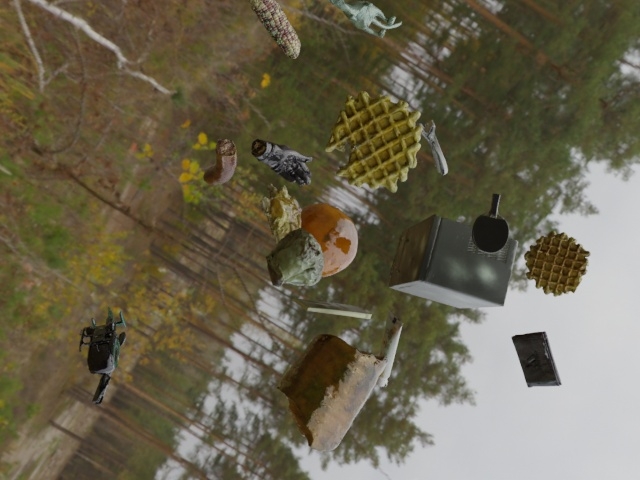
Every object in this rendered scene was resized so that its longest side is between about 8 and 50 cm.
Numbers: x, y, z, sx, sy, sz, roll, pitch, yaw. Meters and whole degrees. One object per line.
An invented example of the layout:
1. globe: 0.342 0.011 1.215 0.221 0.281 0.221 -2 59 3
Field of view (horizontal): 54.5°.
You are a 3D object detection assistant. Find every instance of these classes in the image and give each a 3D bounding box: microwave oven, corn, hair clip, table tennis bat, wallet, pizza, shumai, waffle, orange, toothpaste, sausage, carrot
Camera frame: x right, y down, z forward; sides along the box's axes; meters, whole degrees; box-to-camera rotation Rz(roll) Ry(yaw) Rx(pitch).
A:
1. microwave oven: 0.470 0.094 2.239 0.432 0.375 0.236 138 -31 -80
2. corn: -0.144 -0.724 2.074 0.086 0.253 0.086 -28 -149 18
3. hair clip: 0.364 -0.287 1.985 0.054 0.220 0.140 -22 -142 8
4. table tennis bat: 0.446 -0.044 1.614 0.014 0.095 0.157 87 14 -82
5. wallet: 0.637 0.352 1.834 0.030 0.165 0.111 -17 180 -42
6. pizza: -0.120 -0.090 2.165 0.090 0.223 0.323 -19 -156 14
7. shumai: -0.089 0.058 1.842 0.142 0.184 0.184 -29 164 -40
8. waffle: 0.668 0.067 1.764 0.038 0.191 0.191 -15 145 -56
9. orange: 0.000 0.000 2.489 0.312 0.312 0.312 -57 -176 6
10. toothpaste: 0.235 0.387 2.179 0.056 0.058 0.314 -64 165 -57
11. sausage: -0.366 -0.275 2.302 0.076 0.103 0.302 -47 180 -28
12. carrot: 0.017 0.428 1.798 0.340 0.242 0.241 -51 -179 -21
13. waffle: 0.148 -0.265 1.688 0.056 0.250 0.261 -49 158 -81

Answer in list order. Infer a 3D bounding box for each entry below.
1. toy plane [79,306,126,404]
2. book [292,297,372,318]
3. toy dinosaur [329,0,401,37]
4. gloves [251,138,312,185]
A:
1. toy plane: -0.634 0.305 1.835 0.381 0.107 0.155 -120 -159 -61
2. book: 0.044 0.282 2.594 0.215 0.283 0.025 -163 -98 -69
3. toy dinosaur: 0.147 -0.553 1.579 0.076 0.129 0.383 -54 154 20
4. gloves: -0.134 -0.302 2.334 0.142 0.286 0.119 -38 -140 23
